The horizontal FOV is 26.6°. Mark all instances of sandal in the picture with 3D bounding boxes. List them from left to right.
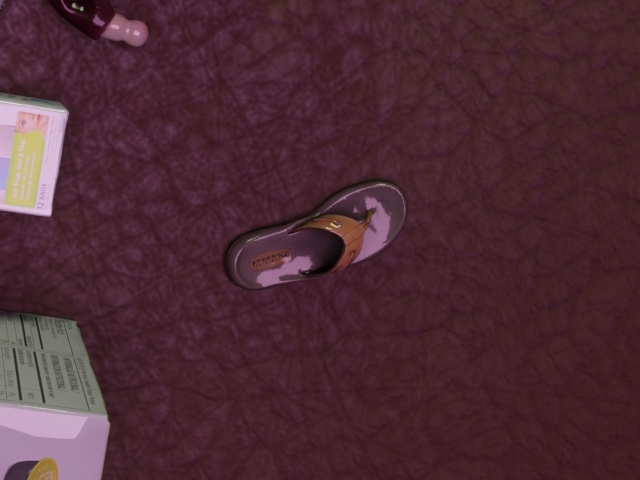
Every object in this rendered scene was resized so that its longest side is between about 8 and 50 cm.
[{"bbox_3d":[0.000,0.000,1.514,0.219,0.060,0.090,-17,105,-11],"label":"sandal"}]

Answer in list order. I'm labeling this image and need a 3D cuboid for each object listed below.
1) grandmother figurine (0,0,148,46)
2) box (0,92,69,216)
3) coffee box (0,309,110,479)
[{"bbox_3d":[-0.218,-0.299,1.381,0.342,0.104,0.208,-10,95,-10],"label":"grandmother figurine"},{"bbox_3d":[-0.369,-0.098,1.373,0.203,0.103,0.114,9,98,-16],"label":"box"},{"bbox_3d":[-0.407,0.255,1.311,0.334,0.338,0.337,9,99,-17],"label":"coffee box"}]
